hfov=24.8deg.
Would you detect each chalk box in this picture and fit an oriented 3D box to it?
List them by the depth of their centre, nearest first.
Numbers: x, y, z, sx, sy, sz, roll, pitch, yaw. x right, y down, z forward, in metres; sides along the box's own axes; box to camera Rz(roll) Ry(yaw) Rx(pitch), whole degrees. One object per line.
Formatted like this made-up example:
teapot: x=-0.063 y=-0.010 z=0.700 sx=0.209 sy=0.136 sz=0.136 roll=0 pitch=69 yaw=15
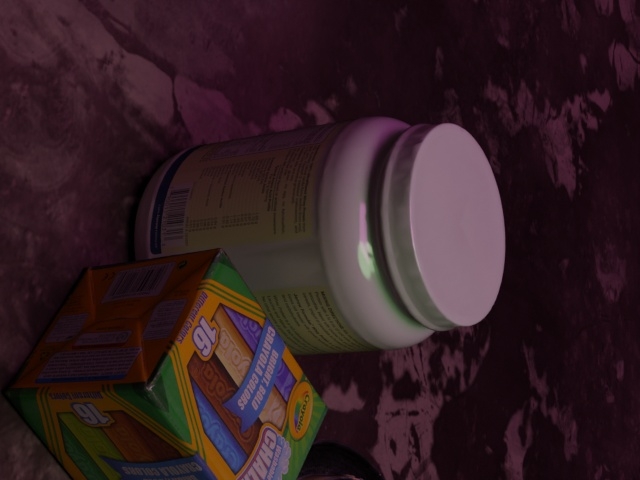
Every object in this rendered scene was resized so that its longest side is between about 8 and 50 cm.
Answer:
chalk box: x=-0.125 y=0.177 z=1.395 sx=0.289 sy=0.180 sz=0.179 roll=59 pitch=40 yaw=-31

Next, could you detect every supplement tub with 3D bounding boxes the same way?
supplement tub: x=0.000 y=0.000 z=1.486 sx=0.235 sy=0.325 sz=0.235 roll=15 pitch=72 yaw=-56

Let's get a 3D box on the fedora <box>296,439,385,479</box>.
fedora: x=0.067 y=0.384 z=1.679 sx=0.334 sy=0.152 sz=0.334 roll=14 pitch=73 yaw=-55
